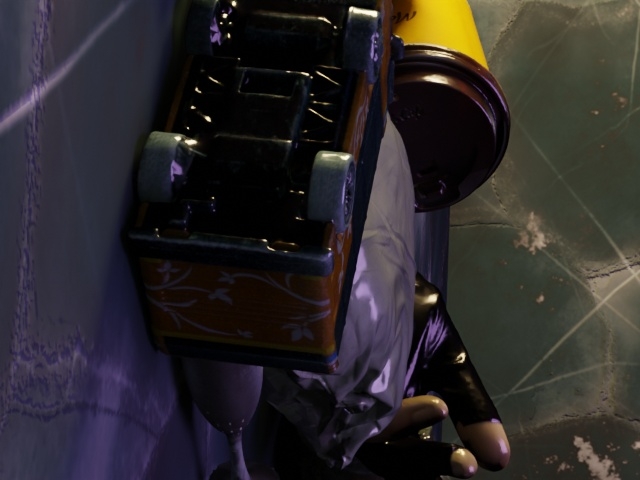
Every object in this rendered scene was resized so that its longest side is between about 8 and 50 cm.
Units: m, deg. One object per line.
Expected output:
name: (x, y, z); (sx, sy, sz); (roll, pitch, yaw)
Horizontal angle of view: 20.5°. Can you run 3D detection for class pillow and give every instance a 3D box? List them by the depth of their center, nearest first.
pillow: (0.000, 0.000, 1.409); (0.283, 0.138, 0.310); (68, 24, -56)

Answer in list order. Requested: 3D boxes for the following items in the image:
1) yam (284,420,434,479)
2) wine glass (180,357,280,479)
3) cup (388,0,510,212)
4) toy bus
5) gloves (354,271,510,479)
yam: (0.034, 0.261, 1.718); (0.154, 0.154, 0.255); (-65, 161, -68)
wine glass: (-0.065, 0.118, 1.260); (0.066, 0.066, 0.198); (-78, 168, -45)
cup: (0.099, -0.171, 1.882); (0.280, 0.196, 0.196); (-88, 176, -52)
toy bus: (-0.029, -0.060, 1.176); (0.167, 0.138, 0.275); (85, 13, -52)
gloves: (0.071, 0.133, 1.593); (0.152, 0.197, 0.301); (-63, -147, 24)
